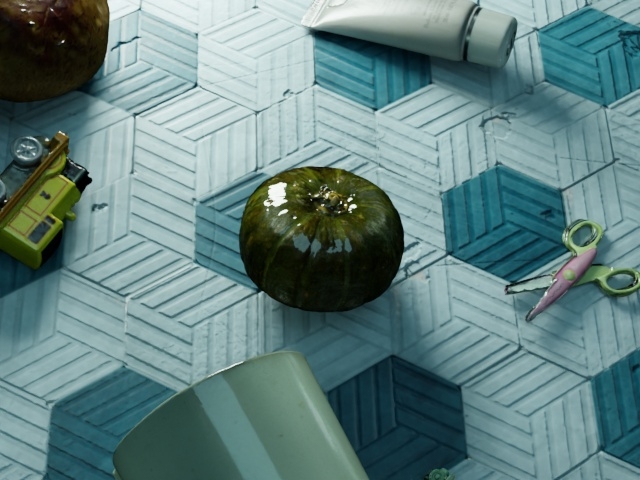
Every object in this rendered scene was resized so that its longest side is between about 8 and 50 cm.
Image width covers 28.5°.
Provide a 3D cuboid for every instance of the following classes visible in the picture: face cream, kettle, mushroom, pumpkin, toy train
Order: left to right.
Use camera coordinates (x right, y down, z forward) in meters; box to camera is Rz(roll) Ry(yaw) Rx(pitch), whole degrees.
[{"bbox_3d":[-0.452,-0.339,1.747,0.239,0.345,0.345,-15,51,36],"label":"mushroom"},{"bbox_3d":[-0.383,-0.053,1.674,0.127,0.089,0.219,34,61,1],"label":"toy train"},{"bbox_3d":[-0.080,0.372,1.394,0.361,0.250,0.377,-33,70,0],"label":"kettle"},{"bbox_3d":[0.000,0.000,1.642,0.223,0.157,0.224,5,44,-5],"label":"pumpkin"},{"bbox_3d":[0.138,-0.337,1.896,0.314,0.089,0.143,19,61,14],"label":"face cream"},{"bbox_3d":[0.136,0.318,1.544,0.053,0.033,0.083,43,65,12],"label":"toy train"}]

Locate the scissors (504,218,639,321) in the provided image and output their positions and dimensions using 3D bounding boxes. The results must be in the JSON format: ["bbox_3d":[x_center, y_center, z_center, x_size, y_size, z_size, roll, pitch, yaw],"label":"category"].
[{"bbox_3d":[0.339,0.049,1.727,0.187,0.020,0.133,-26,63,-21],"label":"scissors"}]
